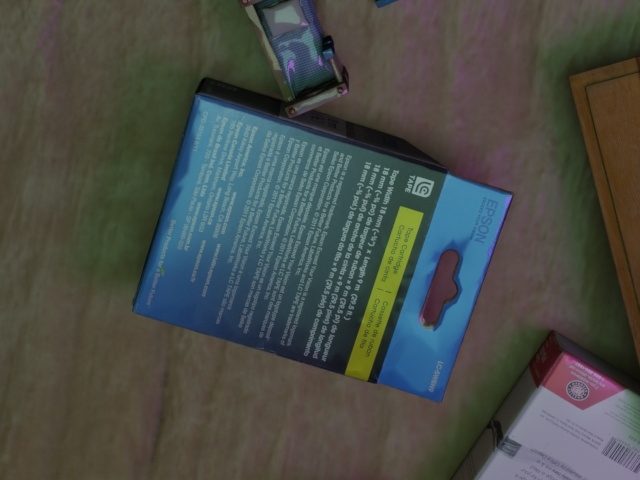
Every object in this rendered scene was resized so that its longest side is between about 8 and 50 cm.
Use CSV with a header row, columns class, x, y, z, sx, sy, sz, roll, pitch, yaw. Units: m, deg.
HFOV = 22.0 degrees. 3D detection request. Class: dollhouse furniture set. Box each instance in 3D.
class,x,y,z,sx,sy,sz,roll,pitch,yaw
dollhouse furniture set,0.029,-0.224,1.629,0.184,0.129,0.129,-23,103,6

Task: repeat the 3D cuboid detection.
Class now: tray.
class,x,y,z,sx,sy,sz,roll,pitch,yaw
tray,0.397,0.009,1.635,0.203,0.076,0.411,-14,90,22

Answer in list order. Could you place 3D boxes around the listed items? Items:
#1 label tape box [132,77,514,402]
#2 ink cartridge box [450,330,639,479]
class,x,y,z,sx,sy,sz,roll,pitch,yaw
label tape box,0.000,0.000,1.698,0.334,0.106,0.240,17,103,-4
ink cartridge box,0.258,0.232,1.762,0.158,0.092,0.218,31,101,-7
